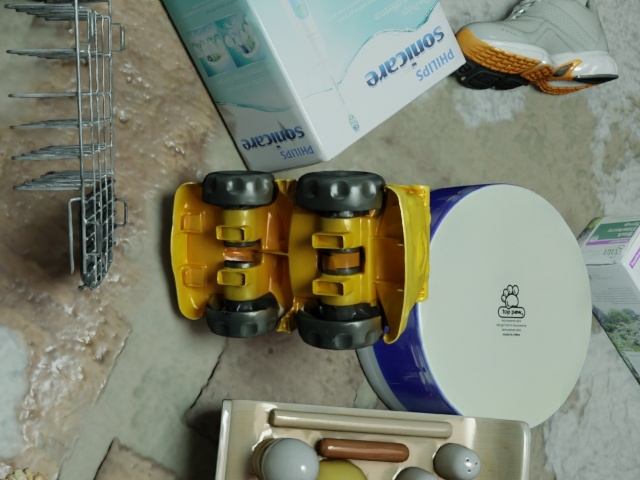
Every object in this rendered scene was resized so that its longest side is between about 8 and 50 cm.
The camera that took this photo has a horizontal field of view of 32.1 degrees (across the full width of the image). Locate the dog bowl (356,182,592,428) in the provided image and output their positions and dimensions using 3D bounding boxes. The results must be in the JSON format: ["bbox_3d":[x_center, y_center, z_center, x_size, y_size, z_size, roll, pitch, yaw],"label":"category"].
[{"bbox_3d":[0.166,0.072,1.184,0.265,0.104,0.265,3,85,-37],"label":"dog bowl"}]

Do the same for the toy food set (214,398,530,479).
[{"bbox_3d":[0.044,0.263,1.001,0.306,0.092,0.219,7,82,-19],"label":"toy food set"}]

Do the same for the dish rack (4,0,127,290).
[{"bbox_3d":[-0.198,-0.100,0.873,0.074,0.208,0.271,-1,98,-2],"label":"dish rack"}]

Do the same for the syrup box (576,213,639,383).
[{"bbox_3d":[0.409,0.083,1.374,0.096,0.093,0.237,-48,114,-29],"label":"syrup box"}]

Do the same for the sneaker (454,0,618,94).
[{"bbox_3d":[0.238,-0.239,1.279,0.262,0.099,0.121,-1,80,-45],"label":"sneaker"}]

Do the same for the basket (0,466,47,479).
[{"bbox_3d":[-0.262,0.336,0.713,0.299,0.223,0.213,-23,55,-39],"label":"basket"}]

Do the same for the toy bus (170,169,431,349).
[{"bbox_3d":[0.000,0.000,1.034,0.211,0.220,0.149,-28,119,-66],"label":"toy bus"}]

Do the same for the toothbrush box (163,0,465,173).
[{"bbox_3d":[-0.022,-0.242,1.050,0.216,0.126,0.295,-39,109,-33],"label":"toothbrush box"}]
